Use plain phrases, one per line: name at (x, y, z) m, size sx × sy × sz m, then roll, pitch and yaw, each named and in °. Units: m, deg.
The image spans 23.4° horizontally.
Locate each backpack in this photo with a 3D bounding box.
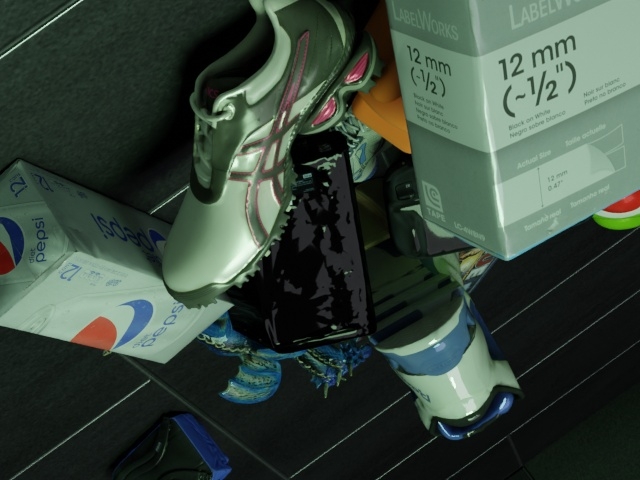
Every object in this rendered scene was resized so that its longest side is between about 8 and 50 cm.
backpack at (-0.174, 0.276, 1.816) m, size 0.120 × 0.098 × 0.101 m, roll -42°, pitch 161°, yaw 12°

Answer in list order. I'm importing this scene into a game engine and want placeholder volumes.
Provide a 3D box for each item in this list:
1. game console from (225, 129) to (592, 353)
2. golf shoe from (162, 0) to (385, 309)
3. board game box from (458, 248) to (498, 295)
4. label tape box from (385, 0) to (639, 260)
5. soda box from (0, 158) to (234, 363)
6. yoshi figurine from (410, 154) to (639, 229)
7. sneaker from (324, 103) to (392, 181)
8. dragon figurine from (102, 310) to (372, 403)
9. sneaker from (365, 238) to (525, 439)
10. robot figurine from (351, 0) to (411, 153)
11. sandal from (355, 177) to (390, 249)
game console at (0.082, -0.015, 1.414) m, size 0.361 × 0.044 × 0.213 m, roll -12°, pitch 126°, yaw -3°
golf shoe at (-0.069, -0.078, 1.227) m, size 0.120 × 0.105 × 0.273 m, roll 24°, pitch 99°, yaw -41°
board game box at (0.168, -0.002, 1.829) m, size 0.165 × 0.042 × 0.243 m, roll -17°, pitch 151°, yaw -40°
label tape box at (0.177, -0.195, 1.137) m, size 0.249 × 0.115 × 0.348 m, roll -26°, pitch 124°, yaw -24°
soda box at (-0.186, 0.026, 1.290) m, size 0.091 × 0.098 × 0.286 m, roll -40°, pitch 159°, yaw 10°
yoshi figurine at (0.235, -0.080, 1.602) m, size 0.362 × 0.204 × 0.203 m, roll -8°, pitch 160°, yaw -38°
sneaker at (0.029, -0.090, 1.435) m, size 0.058 × 0.052 × 0.135 m, roll -21°, pitch 154°, yaw -23°
dragon figurine at (-0.070, 0.106, 1.559) m, size 0.289 × 0.144 × 0.085 m, roll -8°, pitch 145°, yaw -50°
sneaker at (0.114, 0.103, 1.589) m, size 0.127 × 0.182 × 0.315 m, roll -25°, pitch -158°, yaw 6°
robot figurine at (0.106, -0.170, 1.277) m, size 0.158 × 0.128 × 0.219 m, roll -3°, pitch 143°, yaw -33°
sandal at (0.004, 0.004, 1.539) m, size 0.240 × 0.088 × 0.079 m, roll -19°, pitch 147°, yaw -47°
